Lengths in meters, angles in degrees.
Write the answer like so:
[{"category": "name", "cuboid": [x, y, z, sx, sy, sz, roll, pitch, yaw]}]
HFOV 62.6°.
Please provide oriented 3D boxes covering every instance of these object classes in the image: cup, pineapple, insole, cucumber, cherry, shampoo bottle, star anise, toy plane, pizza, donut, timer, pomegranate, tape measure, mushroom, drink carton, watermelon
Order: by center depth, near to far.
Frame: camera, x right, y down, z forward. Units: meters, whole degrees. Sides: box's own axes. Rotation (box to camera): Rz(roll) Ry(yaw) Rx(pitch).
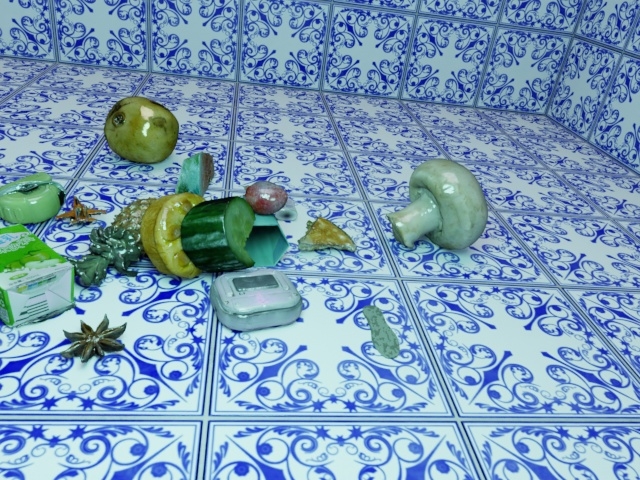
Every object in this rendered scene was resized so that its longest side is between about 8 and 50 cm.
[{"category": "star anise", "cuboid": [-0.467, 0.206, 1.087, 0.140, 0.042, 0.141, 5, 33, -3]}, {"category": "drink carton", "cuboid": [-0.692, 0.075, 1.191, 0.271, 0.108, 0.161, 27, 32, 31]}, {"category": "insole", "cuboid": [0.145, 0.217, 1.272, 0.065, 0.006, 0.193, 0, 30, -14]}, {"category": "timer", "cuboid": [-0.156, 0.136, 1.272, 0.208, 0.069, 0.191, -8, 31, -25]}, {"category": "cucumber", "cuboid": [-0.246, -0.021, 1.306, 0.130, 0.191, 0.191, -6, 24, 21]}, {"category": "pineapple", "cuboid": [-0.504, 0.012, 1.339, 0.170, 0.141, 0.310, 39, 42, 2]}, {"category": "donut", "cuboid": [-0.352, -0.015, 1.343, 0.113, 0.227, 0.226, -2, 22, 29]}, {"category": "cherry", "cuboid": [-0.193, -0.121, 1.447, 0.225, 0.090, 0.107, 5, 36, 18]}, {"category": "tape measure", "cuboid": [-0.826, -0.119, 1.493, 0.175, 0.106, 0.200, 20, 33, 27]}, {"category": "cup", "cuboid": [-0.187, -0.041, 1.511, 0.134, 0.148, 0.236, -25, 35, -4]}, {"category": "toy plane", "cuboid": [-0.700, -0.085, 1.529, 0.135, 0.062, 0.188, -10, 21, -29]}, {"category": "pizza", "cuboid": [0.000, 0.000, 1.568, 0.185, 0.052, 0.195, 38, 36, 30]}, {"category": "mushroom", "cuboid": [0.353, -0.094, 1.620, 0.289, 0.298, 0.297, -25, 39, -13]}, {"category": "shampoo bottle", "cuboid": [-0.116, -0.105, 1.727, 0.072, 0.043, 0.099, 3, 29, -12]}, {"category": "watermelon", "cuboid": [-0.418, -0.241, 1.816, 0.094, 0.154, 0.241, 10, 16, 2]}, {"category": "pomegranate", "cuboid": [-0.645, -0.396, 1.907, 0.260, 0.261, 0.260, 7, 30, -4]}]
